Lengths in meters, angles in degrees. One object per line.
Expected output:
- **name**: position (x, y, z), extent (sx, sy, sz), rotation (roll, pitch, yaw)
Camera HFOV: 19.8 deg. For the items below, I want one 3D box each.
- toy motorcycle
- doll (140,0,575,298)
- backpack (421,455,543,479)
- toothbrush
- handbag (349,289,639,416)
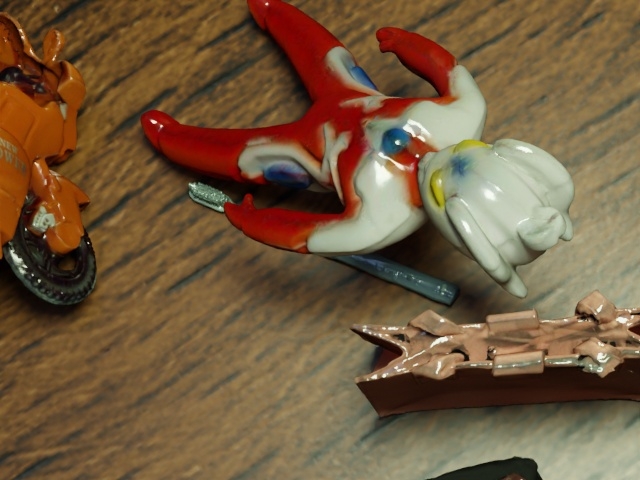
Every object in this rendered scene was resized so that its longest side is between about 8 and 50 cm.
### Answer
- **toy motorcycle**: position (-0.283, -0.085, 1.288), extent (0.148, 0.325, 0.221), rotation (-30, 55, 31)
- **doll**: position (0.030, -0.062, 1.248), extent (0.384, 0.099, 0.188), rotation (28, 76, 45)
- **backpack**: position (0.114, 0.229, 1.227), extent (0.120, 0.106, 0.165), rotation (-19, 70, -3)
- **toothbrush**: position (0.000, 0.000, 1.350), extent (0.219, 0.019, 0.016), rotation (23, 73, 13)
- **handbag**: position (0.134, 0.077, 1.239), extent (0.212, 0.157, 0.059), rotation (-4, 77, 8)
